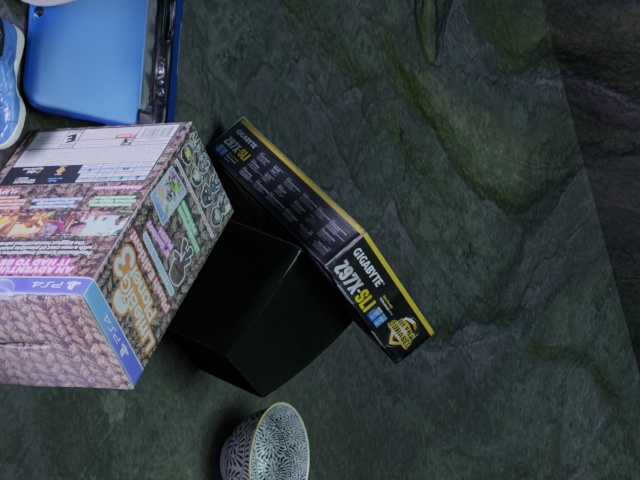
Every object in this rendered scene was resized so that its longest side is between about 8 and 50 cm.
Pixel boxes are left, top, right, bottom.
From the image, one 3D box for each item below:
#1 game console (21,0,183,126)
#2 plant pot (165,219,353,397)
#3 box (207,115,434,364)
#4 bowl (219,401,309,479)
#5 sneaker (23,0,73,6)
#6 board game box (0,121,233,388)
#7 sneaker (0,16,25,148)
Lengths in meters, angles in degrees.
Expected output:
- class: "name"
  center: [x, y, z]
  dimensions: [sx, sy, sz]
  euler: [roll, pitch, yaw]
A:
- class: "game console"
  center: [-0.266, -0.274, 2.125]
  dimensions: [0.250, 0.173, 0.293]
  euler: [108, -14, -81]
- class: "plant pot"
  center: [-0.100, 0.098, 2.260]
  dimensions: [0.167, 0.188, 0.187]
  euler: [-57, 141, -17]
- class: "box"
  center: [0.000, 0.000, 2.334]
  dimensions: [0.079, 0.322, 0.257]
  euler: [-40, 137, -6]
- class: "bowl"
  center: [-0.089, 0.312, 2.374]
  dimensions: [0.170, 0.080, 0.170]
  euler: [6, 83, -61]
- class: "sneaker"
  center: [-0.222, -0.356, 1.922]
  dimensions: [0.104, 0.295, 0.147]
  euler: [50, 47, -47]
- class: "board game box"
  center: [-0.270, 0.013, 1.890]
  dimensions: [0.291, 0.232, 0.141]
  euler: [-62, 140, -41]
- class: "sneaker"
  center: [-0.372, -0.183, 1.888]
  dimensions: [0.084, 0.058, 0.152]
  euler: [34, 55, -63]
